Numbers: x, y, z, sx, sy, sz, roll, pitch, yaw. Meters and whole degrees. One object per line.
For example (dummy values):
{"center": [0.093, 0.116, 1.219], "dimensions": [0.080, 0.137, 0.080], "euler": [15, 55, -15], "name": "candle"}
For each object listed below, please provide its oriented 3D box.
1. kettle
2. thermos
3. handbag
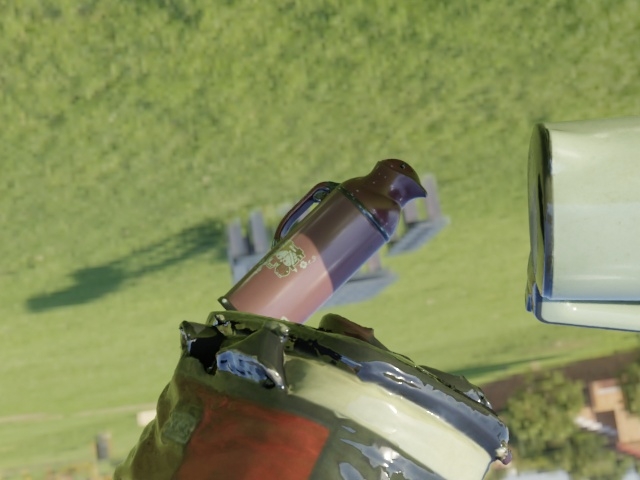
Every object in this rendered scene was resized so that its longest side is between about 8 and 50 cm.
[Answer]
{"center": [0.451, -0.009, 1.637], "dimensions": [0.376, 0.250, 0.361], "euler": [-2, 143, 5], "name": "kettle"}
{"center": [0.006, 0.006, 1.856], "dimensions": [0.330, 0.109, 0.136], "euler": [-44, -158, -4], "name": "thermos"}
{"center": [-0.017, 0.134, 0.829], "dimensions": [0.181, 0.181, 0.254], "euler": [34, 166, -26], "name": "handbag"}
